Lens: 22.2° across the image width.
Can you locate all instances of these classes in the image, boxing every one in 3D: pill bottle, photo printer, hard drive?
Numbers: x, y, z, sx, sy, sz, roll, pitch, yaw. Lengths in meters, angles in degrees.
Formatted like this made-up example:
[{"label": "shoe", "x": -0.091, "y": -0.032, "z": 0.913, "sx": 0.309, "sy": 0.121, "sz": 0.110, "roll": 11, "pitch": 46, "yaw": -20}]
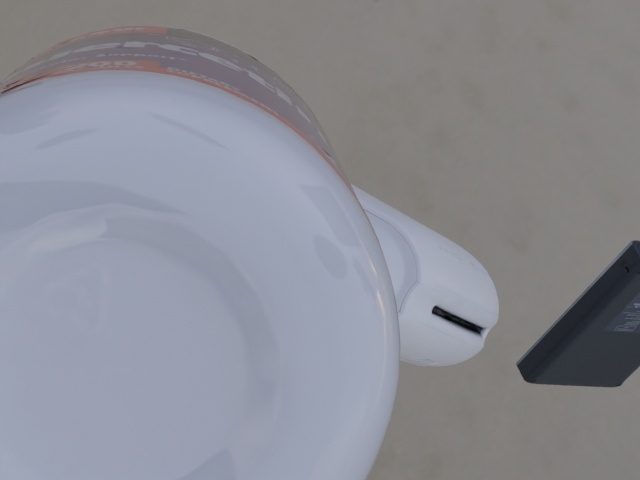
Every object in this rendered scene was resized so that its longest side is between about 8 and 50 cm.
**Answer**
[{"label": "pill bottle", "x": -0.073, "y": 0.009, "z": 0.651, "sx": 0.182, "sy": 0.323, "sz": 0.181, "roll": -1, "pitch": 102, "yaw": -4}, {"label": "photo printer", "x": 0.000, "y": 0.000, "z": 1.341, "sx": 0.308, "sy": 0.256, "sz": 0.107, "roll": 30, "pitch": 92, "yaw": 22}, {"label": "hard drive", "x": 0.209, "y": 0.054, "z": 1.119, "sx": 0.094, "sy": 0.135, "sz": 0.022, "roll": 6, "pitch": 46, "yaw": -36}]
